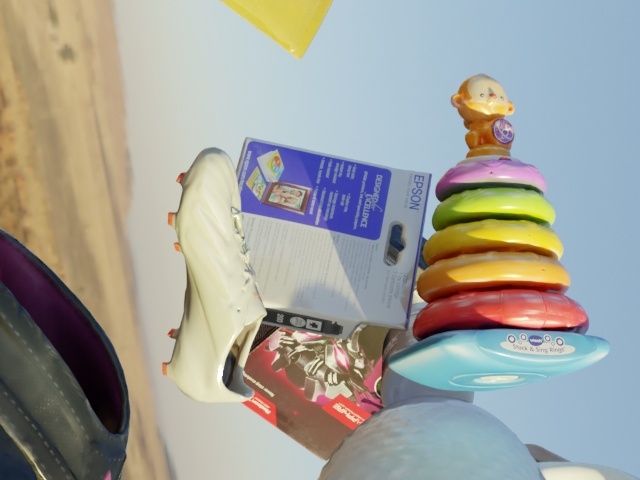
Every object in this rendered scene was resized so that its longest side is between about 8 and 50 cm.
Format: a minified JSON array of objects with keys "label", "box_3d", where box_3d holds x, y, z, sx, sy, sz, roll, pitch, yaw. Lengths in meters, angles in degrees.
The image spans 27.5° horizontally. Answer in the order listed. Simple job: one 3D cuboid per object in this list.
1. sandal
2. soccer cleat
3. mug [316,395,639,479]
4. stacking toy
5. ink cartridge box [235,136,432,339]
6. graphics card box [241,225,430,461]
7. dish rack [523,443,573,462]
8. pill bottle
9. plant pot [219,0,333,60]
[{"label":"sandal","box_3d":[-0.177,0.029,0.637,0.446,0.107,0.167,68,12,21]},{"label":"soccer cleat","box_3d":[-0.073,0.028,0.993,0.068,0.076,0.196,-13,111,-61]},{"label":"mug","box_3d":[0.154,0.310,1.267,0.328,0.374,0.276,-78,157,-58]},{"label":"stacking toy","box_3d":[0.162,-0.017,1.230,0.166,0.175,0.302,143,-51,-66]},{"label":"ink cartridge box","box_3d":[0.000,0.000,1.348,0.045,0.208,0.206,97,5,-54]},{"label":"graphics card box","box_3d":[0.047,0.144,1.889,0.233,0.371,0.094,39,27,-21]},{"label":"dish rack","box_3d":[0.284,0.392,1.380,0.333,0.072,0.286,21,-85,56]},{"label":"pill bottle","box_3d":[0.125,0.144,1.548,0.180,0.108,0.108,-79,162,-71]},{"label":"plant pot","box_3d":[-0.057,-0.293,1.067,0.212,0.187,0.212,36,6,-15]}]
